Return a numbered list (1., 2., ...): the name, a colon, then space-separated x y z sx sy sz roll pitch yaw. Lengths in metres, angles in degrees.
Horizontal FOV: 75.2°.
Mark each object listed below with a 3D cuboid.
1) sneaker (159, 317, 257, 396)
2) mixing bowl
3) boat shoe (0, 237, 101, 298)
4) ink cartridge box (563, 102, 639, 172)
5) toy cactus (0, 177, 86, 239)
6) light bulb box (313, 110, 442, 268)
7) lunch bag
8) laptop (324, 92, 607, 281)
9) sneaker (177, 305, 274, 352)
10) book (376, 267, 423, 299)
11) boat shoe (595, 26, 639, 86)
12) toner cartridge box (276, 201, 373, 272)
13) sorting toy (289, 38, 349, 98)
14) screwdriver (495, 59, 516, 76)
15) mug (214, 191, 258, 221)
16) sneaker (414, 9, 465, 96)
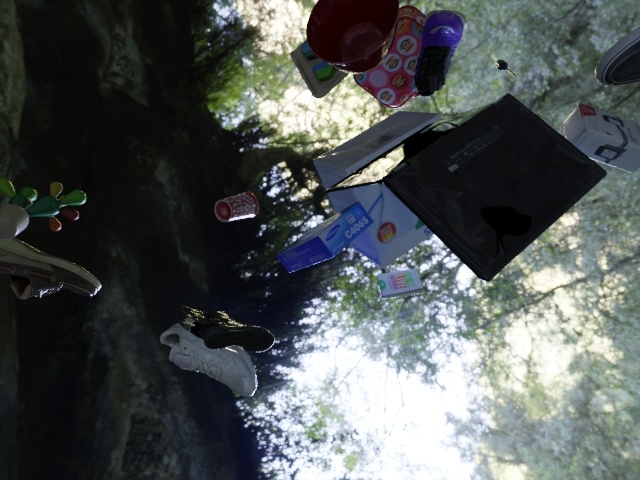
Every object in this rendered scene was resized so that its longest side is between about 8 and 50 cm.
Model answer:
1. sneaker: -0.290 0.310 1.064 0.305 0.114 0.152 29 -151 31
2. mixing bowl: 0.072 -0.396 0.803 0.098 0.181 0.182 31 -139 -65
3. boat shoe: -0.728 0.091 1.050 0.342 0.123 0.123 48 -131 -53
4. ink cartridge box: 0.624 -0.225 0.909 0.150 0.063 0.109 19 -129 -1
5. toy cactus: -0.543 -0.045 0.739 0.218 0.112 0.180 0 -156 -24
6. light bulb box: 0.228 -0.171 1.340 0.225 0.357 0.361 38 157 59
7. lunch bag: 0.281 -0.594 1.397 0.258 0.293 0.120 30 -132 -21
8. laptop: 0.286 -0.126 0.911 0.408 0.381 0.236 48 159 18
9. sneaker: -0.175 0.165 0.784 0.170 0.051 0.089 12 -165 -36
10. book: 0.282 0.153 1.486 0.035 0.144 0.096 81 178 -50
11. boat shoe: 0.522 -0.272 0.579 0.076 0.228 0.080 -87 -27 -43
12. toner cartridge box: 0.000 0.000 1.235 0.165 0.347 0.075 -41 -83 -26
13. sorting toy: 0.029 -0.501 1.086 0.038 0.208 0.193 23 -142 -59
14. screwdriver: 0.434 -0.395 0.966 0.025 0.024 0.170 57 -156 -28
15. mug: -0.362 -0.128 1.722 0.169 0.150 0.113 -28 -87 -61
16. sneaker: 0.311 -0.478 1.110 0.293 0.102 0.146 42 -123 -81
